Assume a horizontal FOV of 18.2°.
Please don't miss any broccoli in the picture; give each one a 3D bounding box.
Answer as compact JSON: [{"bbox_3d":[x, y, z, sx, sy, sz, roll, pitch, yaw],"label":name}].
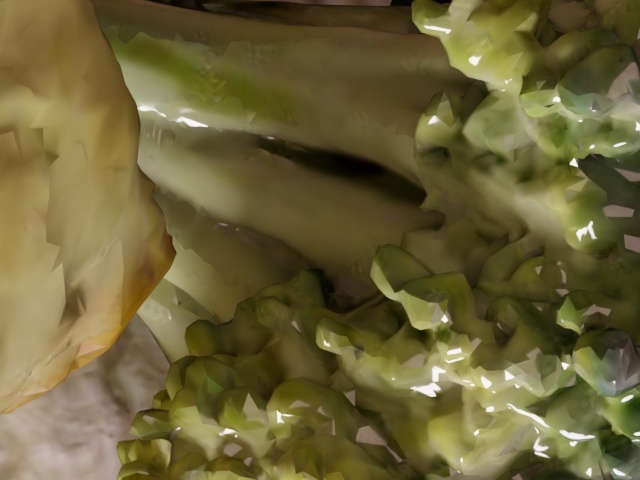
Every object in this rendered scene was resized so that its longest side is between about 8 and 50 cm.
[{"bbox_3d":[0.000,0.000,0.552,0.243,0.263,0.247,24,42,-6],"label":"broccoli"}]

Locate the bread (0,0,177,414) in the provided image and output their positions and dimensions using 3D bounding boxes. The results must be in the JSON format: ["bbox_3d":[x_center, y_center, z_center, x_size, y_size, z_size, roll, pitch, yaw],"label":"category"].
[{"bbox_3d":[-0.217,0.037,0.334,0.375,0.165,0.236,-40,124,-22],"label":"bread"}]
